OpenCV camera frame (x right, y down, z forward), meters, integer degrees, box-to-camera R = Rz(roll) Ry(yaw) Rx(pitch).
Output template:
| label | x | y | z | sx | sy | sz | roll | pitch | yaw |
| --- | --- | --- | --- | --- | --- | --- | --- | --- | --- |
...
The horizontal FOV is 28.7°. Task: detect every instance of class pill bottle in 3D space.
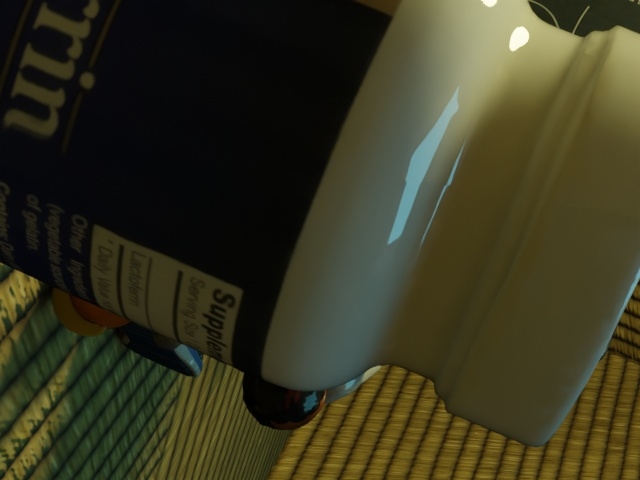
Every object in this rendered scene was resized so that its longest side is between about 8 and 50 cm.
| label | x | y | z | sx | sy | sz | roll | pitch | yaw |
| --- | --- | --- | --- | --- | --- | --- | --- | --- | --- |
| pill bottle | -0.030 | -0.046 | 0.386 | 0.153 | 0.264 | 0.153 | 23 | 90 | -84 |

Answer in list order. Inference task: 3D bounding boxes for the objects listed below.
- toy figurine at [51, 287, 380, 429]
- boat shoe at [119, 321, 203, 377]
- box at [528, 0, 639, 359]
| label | x | y | z | sx | sy | sz | roll | pitch | yaw |
| --- | --- | --- | --- | --- | --- | --- | --- | --- | --- |
| toy figurine | -0.036 | -0.006 | 0.744 | 0.210 | 0.213 | 0.148 | -65 | 164 | 18 |
| boat shoe | -0.113 | 0.056 | 0.953 | 0.183 | 0.066 | 0.066 | 92 | 21 | -73 |
| box | 0.139 | -0.110 | 1.014 | 0.212 | 0.293 | 0.396 | 91 | 24 | -72 |
